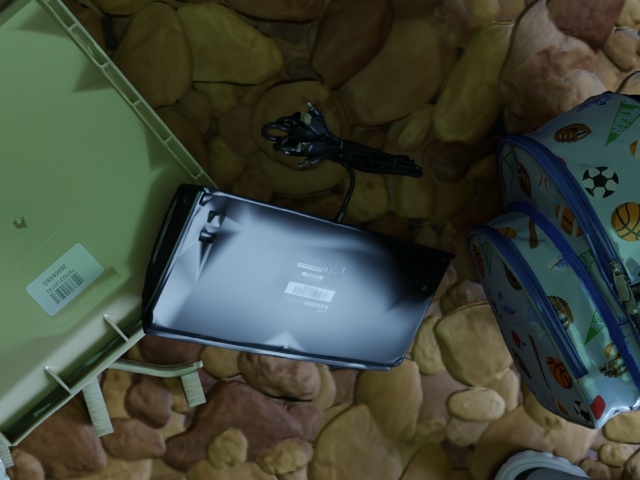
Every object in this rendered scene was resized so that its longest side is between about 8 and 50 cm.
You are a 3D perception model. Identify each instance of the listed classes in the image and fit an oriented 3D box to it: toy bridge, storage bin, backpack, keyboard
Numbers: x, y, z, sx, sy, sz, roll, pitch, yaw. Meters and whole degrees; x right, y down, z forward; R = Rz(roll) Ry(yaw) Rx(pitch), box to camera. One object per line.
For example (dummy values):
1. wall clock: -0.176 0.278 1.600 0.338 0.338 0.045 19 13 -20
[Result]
1. toy bridge: -0.188 0.130 1.223 0.188 0.026 0.063 -18 104 -11
2. storage bin: -0.234 -0.025 1.131 0.262 0.123 0.260 -41 108 -4
3. backpack: 0.236 0.017 1.203 0.213 0.276 0.263 -20 92 -11
4. keyboard: 0.000 0.000 1.165 0.317 0.033 0.201 15 104 -49

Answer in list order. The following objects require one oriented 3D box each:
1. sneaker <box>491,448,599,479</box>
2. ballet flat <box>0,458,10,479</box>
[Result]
1. sneaker: 0.286 0.270 1.331 0.271 0.108 0.100 17 95 -18
2. ballet flat: -0.270 0.342 1.208 0.147 0.147 0.409 2 103 -15
